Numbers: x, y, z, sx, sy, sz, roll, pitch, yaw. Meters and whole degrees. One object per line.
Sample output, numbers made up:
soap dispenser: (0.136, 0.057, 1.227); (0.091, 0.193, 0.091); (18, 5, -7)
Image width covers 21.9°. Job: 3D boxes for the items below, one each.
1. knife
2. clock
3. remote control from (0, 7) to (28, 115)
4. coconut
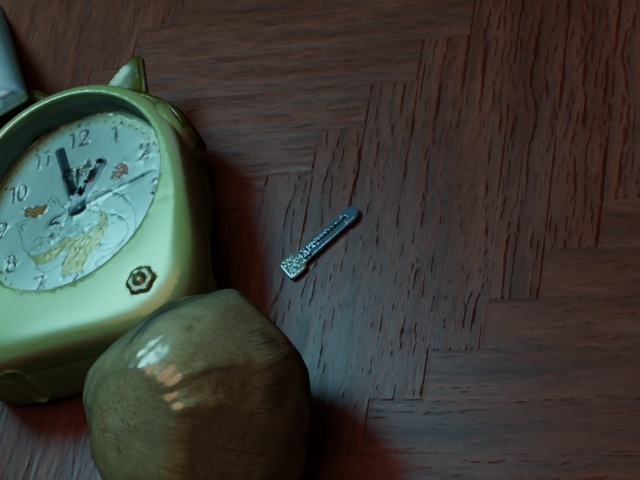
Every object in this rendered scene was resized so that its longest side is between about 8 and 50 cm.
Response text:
knife: (0.000, 0.000, 1.612); (0.096, 0.010, 0.027); (-42, 54, -1)
clock: (-0.235, -0.021, 1.672); (0.286, 0.117, 0.348); (-15, 56, 18)
remote control: (-0.391, -0.198, 1.836); (0.103, 0.051, 0.293); (-31, 33, 0)
coconut: (-0.099, 0.147, 1.462); (0.224, 0.224, 0.224); (-12, 58, 19)
